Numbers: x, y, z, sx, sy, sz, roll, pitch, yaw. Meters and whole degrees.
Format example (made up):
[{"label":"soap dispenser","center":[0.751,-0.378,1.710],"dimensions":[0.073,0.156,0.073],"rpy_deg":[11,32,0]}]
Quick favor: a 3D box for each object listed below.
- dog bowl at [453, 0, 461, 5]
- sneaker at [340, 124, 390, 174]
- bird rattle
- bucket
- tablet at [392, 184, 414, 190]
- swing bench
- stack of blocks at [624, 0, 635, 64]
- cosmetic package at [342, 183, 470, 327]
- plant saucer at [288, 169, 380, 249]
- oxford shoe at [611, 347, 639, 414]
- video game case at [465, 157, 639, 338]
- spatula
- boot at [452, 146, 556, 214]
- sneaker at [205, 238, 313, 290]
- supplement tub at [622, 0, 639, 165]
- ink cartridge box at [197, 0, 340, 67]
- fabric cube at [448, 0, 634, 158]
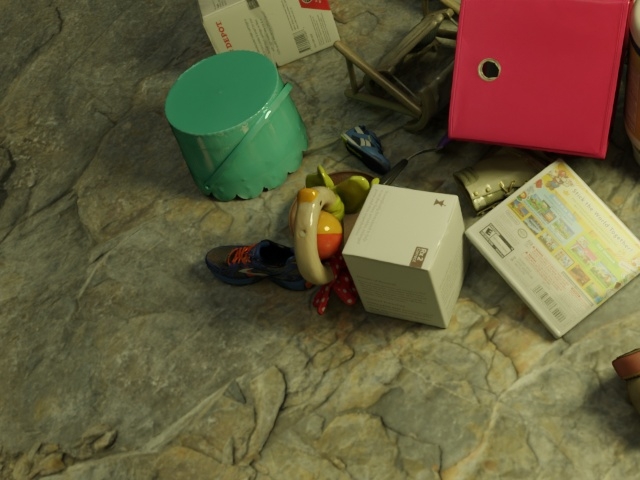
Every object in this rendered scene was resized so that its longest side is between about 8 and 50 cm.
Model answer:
[{"label":"dog bowl","center":[0.377,-0.654,1.735],"dimensions":[0.349,0.102,0.348],"rpy_deg":[2,95,18]},{"label":"sneaker","center":[0.099,-0.184,1.613],"dimensions":[0.059,0.053,0.144],"rpy_deg":[-35,52,-11]},{"label":"bird rattle","center":[0.000,0.000,1.375],"dimensions":[0.143,0.207,0.253],"rpy_deg":[11,92,23]},{"label":"bucket","center":[-0.171,-0.240,1.664],"dimensions":[0.281,0.183,0.281],"rpy_deg":[-9,52,12]},{"label":"tablet","center":[0.162,-0.075,1.538],"dimensions":[0.083,0.006,0.054],"rpy_deg":[20,62,29]},{"label":"swing bench","center":[0.209,-0.370,1.650],"dimensions":[0.255,0.165,0.253],"rpy_deg":[36,71,30]},{"label":"stack of blocks","center":[0.691,-0.345,1.453],"dimensions":[0.297,0.171,0.087],"rpy_deg":[22,64,32]},{"label":"cosmetic package","center":[0.148,0.026,1.350],"dimensions":[0.152,0.183,0.151],"rpy_deg":[10,57,25]},{"label":"plant saucer","center":[0.038,-0.047,1.540],"dimensions":[0.199,0.036,0.198],"rpy_deg":[-10,51,13]},{"label":"oxford shoe","center":[0.598,0.171,1.153],"dimensions":[0.348,0.123,0.130],"rpy_deg":[-19,77,3]},{"label":"video game case","center":[0.386,0.009,1.322],"dimensions":[0.206,0.026,0.227],"rpy_deg":[-37,74,-6]},{"label":"spatula","center":[0.181,-0.154,1.536],"dimensions":[0.296,0.084,0.030],"rpy_deg":[-38,90,-20]},{"label":"boot","center":[0.347,-0.090,1.440],"dimensions":[0.165,0.077,0.213],"rpy_deg":[-28,45,-4]},{"label":"sneaker","center":[-0.113,0.032,1.499],"dimensions":[0.221,0.087,0.083],"rpy_deg":[2,54,20]},{"label":"supplement tub","center":[0.613,-0.258,1.318],"dimensions":[0.228,0.316,0.228],"rpy_deg":[-9,52,11]},{"label":"ink cartridge box","center":[-0.118,-0.499,1.834],"dimensions":[0.273,0.197,0.114],"rpy_deg":[-21,49,2]},{"label":"fabric cube","center":[0.382,-0.299,1.402],"dimensions":[0.258,0.254,0.259],"rpy_deg":[11,21,20]}]
